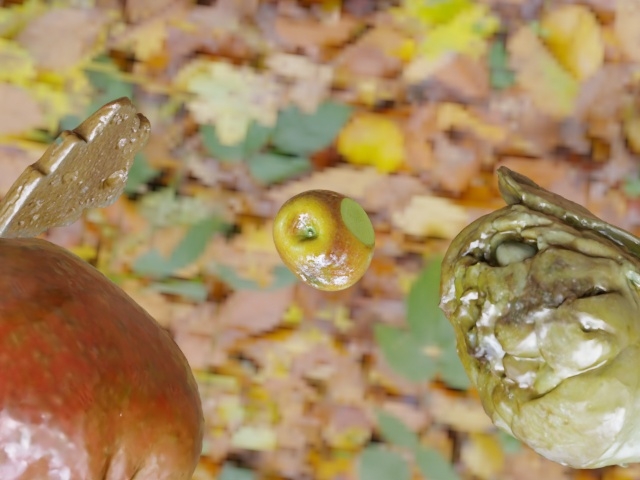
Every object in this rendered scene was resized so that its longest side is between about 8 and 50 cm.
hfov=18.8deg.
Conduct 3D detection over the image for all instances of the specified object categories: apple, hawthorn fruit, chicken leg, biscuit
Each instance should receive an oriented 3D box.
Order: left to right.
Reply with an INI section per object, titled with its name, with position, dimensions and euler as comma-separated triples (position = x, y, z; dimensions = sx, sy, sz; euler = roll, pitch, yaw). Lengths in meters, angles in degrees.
[hawthorn fruit]
position = -0.237, 0.109, 1.382
dimensions = 0.277, 0.298, 0.277
euler = -24, 149, -16
[biscuit]
position = -0.164, -0.044, 1.266
dimensions = 0.019, 0.130, 0.119
euler = 44, 150, 18
[apple]
position = 0.000, 0.000, 2.106
dimensions = 0.099, 0.114, 0.102
euler = -26, 151, 25
[chicken leg]
position = 0.275, 0.103, 1.282
dimensions = 0.429, 0.201, 0.153
euler = 23, 123, 9
